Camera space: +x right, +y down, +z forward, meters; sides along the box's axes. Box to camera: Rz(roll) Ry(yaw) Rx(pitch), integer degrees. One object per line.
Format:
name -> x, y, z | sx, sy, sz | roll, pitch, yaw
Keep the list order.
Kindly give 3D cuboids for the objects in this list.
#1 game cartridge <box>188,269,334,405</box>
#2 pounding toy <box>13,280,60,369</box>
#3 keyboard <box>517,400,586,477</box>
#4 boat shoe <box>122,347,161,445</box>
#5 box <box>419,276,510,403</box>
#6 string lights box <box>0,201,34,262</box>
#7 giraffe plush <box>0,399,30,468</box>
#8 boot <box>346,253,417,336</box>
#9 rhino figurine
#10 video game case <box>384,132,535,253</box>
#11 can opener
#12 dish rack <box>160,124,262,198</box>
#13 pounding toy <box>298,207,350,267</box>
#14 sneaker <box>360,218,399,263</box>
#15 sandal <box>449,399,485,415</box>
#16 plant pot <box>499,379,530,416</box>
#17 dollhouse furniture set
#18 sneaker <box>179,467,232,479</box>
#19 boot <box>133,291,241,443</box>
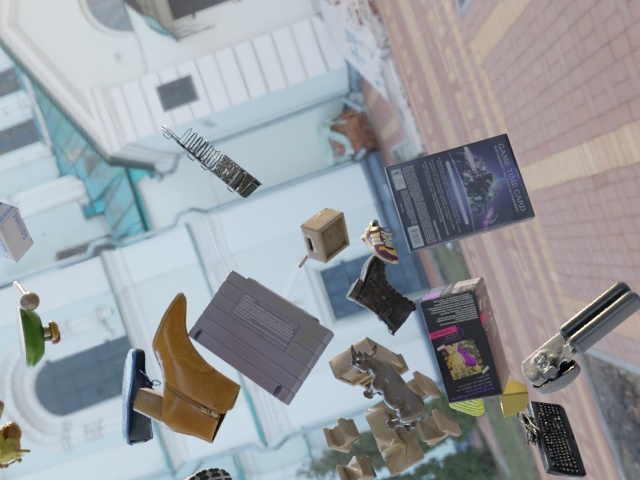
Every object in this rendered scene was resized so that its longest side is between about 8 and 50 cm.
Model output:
game cartridge -> -0.159, 0.248, 1.921 | 0.355, 0.230, 0.068 | 29, 165, 28
pounding toy -> -0.787, 0.240, 2.034 | 0.183, 0.110, 0.237 | 23, 116, 59
keyboard -> 0.436, 0.365, 1.372 | 0.192, 0.100, 0.038 | -83, -5, -63
boat shoe -> -0.480, 0.412, 1.934 | 0.109, 0.089, 0.258 | -154, 68, -62
box -> 0.367, 0.247, 1.818 | 0.165, 0.143, 0.271 | -25, -81, -67
string lights box -> -0.840, -0.049, 1.754 | 0.133, 0.259, 0.077 | 89, -157, -49
giraffe plush -> -0.848, 0.518, 1.880 | 0.181, 0.210, 0.170 | 7, 158, 48
boot -> 0.236, 0.169, 2.495 | 0.229, 0.263, 0.091 | 34, 166, -2
rhino figurine -> 0.152, 0.337, 1.701 | 0.243, 0.073, 0.106 | 49, 133, 18
video game case -> 0.296, -0.101, 1.550 | 0.026, 0.274, 0.196 | 72, -177, -78
can opener -> 0.543, 0.208, 1.496 | 0.095, 0.283, 0.076 | 43, -168, -30
dish rack -> -0.298, -0.224, 1.926 | 0.271, 0.074, 0.208 | 40, 178, -41
pounding toy -> 0.000, 0.000, 2.040 | 0.100, 0.130, 0.141 | 17, 131, 41
sneaker -> 0.195, 0.001, 2.262 | 0.069, 0.084, 0.185 | 17, -161, -40
sandal -> 0.523, 0.504, 2.492 | 0.317, 0.126, 0.138 | 89, -159, -58
plant pot -> 0.577, 0.466, 2.153 | 0.081, 0.083, 0.082 | -76, -25, -67
dollhouse furniture set -> 0.212, 0.537, 2.283 | 0.256, 0.362, 0.394 | 34, -155, -51
sneaker -> -0.427, 0.807, 2.351 | 0.118, 0.278, 0.107 | 151, 106, -69
boot -> -0.271, 0.281, 1.600 | 0.104, 0.211, 0.295 | 40, -113, -83
